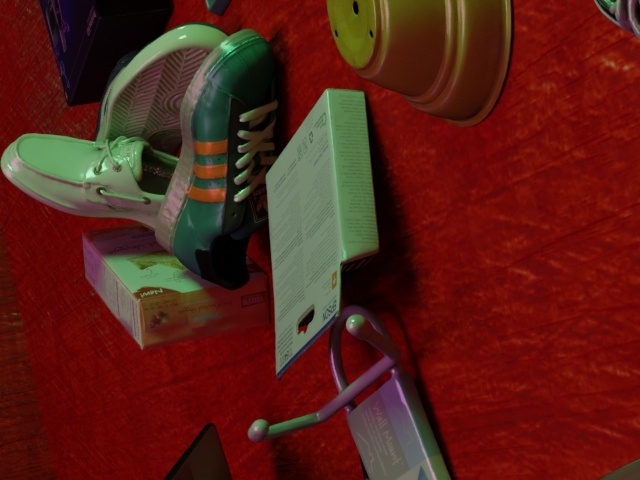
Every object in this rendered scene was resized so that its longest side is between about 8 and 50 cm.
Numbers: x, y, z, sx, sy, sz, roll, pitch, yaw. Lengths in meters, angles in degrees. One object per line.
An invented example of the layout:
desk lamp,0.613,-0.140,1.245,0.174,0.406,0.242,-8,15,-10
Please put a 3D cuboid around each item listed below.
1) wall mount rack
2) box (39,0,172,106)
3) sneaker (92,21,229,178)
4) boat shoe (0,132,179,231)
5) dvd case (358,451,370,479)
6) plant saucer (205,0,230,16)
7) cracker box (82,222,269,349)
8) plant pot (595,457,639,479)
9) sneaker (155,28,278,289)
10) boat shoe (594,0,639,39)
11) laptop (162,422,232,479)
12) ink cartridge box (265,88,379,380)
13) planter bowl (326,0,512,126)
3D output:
wall mount rack,0.057,0.210,1.548,0.304,0.130,0.350,-48,59,55
box,-0.282,-0.311,2.223,0.261,0.103,0.184,128,125,-64
sneaker,-0.190,-0.184,2.024,0.350,0.131,0.148,135,145,-54
boat shoe,-0.221,-0.079,1.975,0.096,0.277,0.098,118,162,-46
dvd case,0.066,0.219,1.698,0.119,0.013,0.087,172,87,-68
plant saucer,-0.100,-0.307,1.861,0.192,0.018,0.067,135,122,-67
cracker box,-0.173,0.043,2.034,0.232,0.156,0.067,-140,44,-58
plant pot,0.215,0.216,1.071,0.201,0.180,0.201,169,90,-70
sneaker,-0.085,-0.079,1.841,0.121,0.108,0.302,39,133,25
boat shoe,0.218,-0.152,0.980,0.306,0.105,0.113,-152,54,-64
laptop,-0.028,0.430,1.853,0.408,0.236,0.382,-52,-52,-67
ink cartridge box,0.000,0.000,1.653,0.223,0.045,0.224,131,139,-64
planter bowl,0.063,-0.192,1.390,0.217,0.090,0.217,169,90,-70
